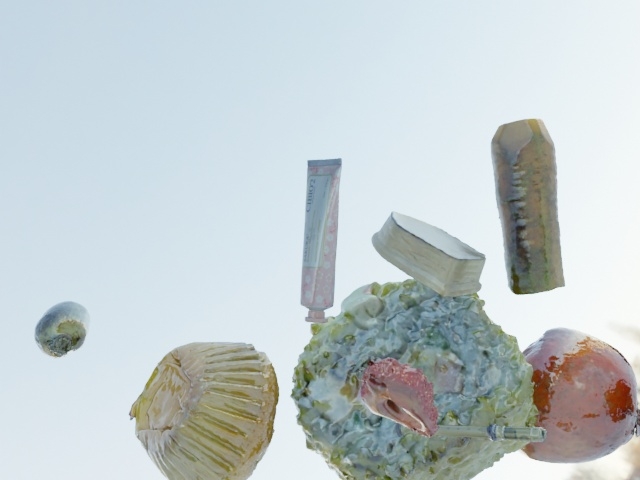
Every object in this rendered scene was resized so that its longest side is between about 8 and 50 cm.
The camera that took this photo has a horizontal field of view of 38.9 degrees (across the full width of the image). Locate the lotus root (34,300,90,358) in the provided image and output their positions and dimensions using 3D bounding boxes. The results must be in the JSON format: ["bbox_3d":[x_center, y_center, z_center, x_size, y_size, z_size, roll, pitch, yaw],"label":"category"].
[{"bbox_3d":[-0.449,0.152,1.580,0.089,0.179,0.081,-22,-73,-2],"label":"lotus root"}]

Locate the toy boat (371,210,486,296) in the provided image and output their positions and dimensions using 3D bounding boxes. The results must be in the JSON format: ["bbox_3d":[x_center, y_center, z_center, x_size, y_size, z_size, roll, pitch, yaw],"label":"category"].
[{"bbox_3d":[0.158,0.014,1.382,0.116,0.188,0.061,-3,-62,-49],"label":"toy boat"}]

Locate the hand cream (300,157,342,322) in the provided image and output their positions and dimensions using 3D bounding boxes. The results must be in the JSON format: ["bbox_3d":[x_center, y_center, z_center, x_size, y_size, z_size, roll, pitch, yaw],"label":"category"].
[{"bbox_3d":[0.000,0.000,1.160,0.043,0.067,0.210,3,-91,-40],"label":"hand cream"}]

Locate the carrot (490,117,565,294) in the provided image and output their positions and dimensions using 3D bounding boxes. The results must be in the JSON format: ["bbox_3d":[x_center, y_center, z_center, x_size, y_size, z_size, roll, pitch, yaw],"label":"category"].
[{"bbox_3d":[0.362,-0.059,1.578,0.114,0.114,0.302,0,-96,-63],"label":"carrot"}]

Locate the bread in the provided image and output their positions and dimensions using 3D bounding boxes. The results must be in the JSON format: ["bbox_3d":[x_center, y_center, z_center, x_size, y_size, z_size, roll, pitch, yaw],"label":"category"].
[{"bbox_3d":[-0.184,0.276,1.451,0.149,0.274,0.274,28,-94,-31],"label":"bread"}]

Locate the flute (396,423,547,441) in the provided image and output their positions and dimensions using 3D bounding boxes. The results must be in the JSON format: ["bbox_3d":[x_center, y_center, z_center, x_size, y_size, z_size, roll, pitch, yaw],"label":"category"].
[{"bbox_3d":[0.210,0.271,1.287,0.027,0.233,0.027,10,-103,-51],"label":"flute"}]

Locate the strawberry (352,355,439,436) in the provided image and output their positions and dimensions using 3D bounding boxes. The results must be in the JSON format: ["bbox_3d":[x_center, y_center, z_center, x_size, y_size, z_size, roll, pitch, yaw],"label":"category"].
[{"bbox_3d":[0.101,0.207,1.176,0.152,0.103,0.048,49,-140,-16],"label":"strawberry"}]

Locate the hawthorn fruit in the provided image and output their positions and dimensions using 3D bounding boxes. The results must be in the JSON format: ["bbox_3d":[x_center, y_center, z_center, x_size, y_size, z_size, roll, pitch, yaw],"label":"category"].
[{"bbox_3d":[0.508,0.309,1.753,0.276,0.307,0.276,11,-90,-72],"label":"hawthorn fruit"}]

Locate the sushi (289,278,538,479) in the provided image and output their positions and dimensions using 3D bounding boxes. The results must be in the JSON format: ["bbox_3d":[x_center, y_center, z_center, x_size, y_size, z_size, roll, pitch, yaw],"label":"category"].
[{"bbox_3d":[0.150,0.255,1.572,0.396,0.351,0.240,-30,-30,0],"label":"sushi"}]
